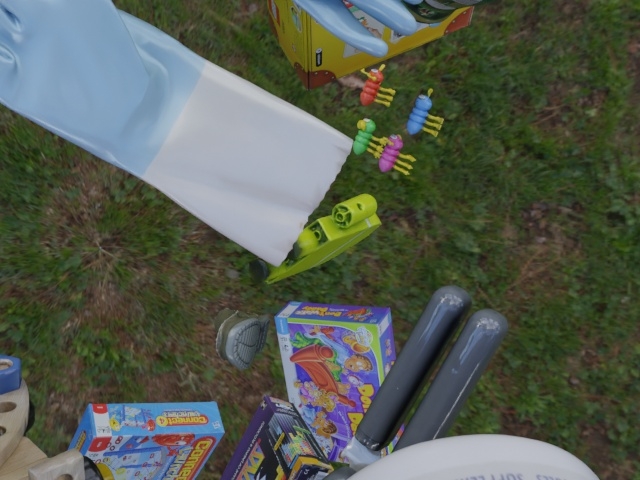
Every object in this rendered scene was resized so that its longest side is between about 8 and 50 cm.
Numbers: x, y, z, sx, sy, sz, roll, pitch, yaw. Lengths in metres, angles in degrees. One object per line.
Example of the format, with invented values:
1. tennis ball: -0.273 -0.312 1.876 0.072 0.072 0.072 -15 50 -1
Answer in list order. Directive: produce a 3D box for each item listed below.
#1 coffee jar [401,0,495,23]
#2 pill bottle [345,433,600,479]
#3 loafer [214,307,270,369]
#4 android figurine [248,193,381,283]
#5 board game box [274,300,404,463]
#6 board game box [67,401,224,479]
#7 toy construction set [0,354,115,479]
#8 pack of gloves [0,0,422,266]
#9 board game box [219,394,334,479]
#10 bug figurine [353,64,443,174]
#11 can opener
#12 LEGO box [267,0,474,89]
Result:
1. coffee jar: 0.138 -0.289 0.812 0.079 0.184 0.096 14 94 -16
2. pill bottle: 0.118 0.326 0.392 0.228 0.408 0.229 -5 127 -6
3. loafer: -0.153 0.171 1.365 0.087 0.251 0.095 12 87 6
4. android figurine: 0.000 0.000 1.335 0.272 0.248 0.056 -22 79 -51
5. board game box: 0.046 0.307 1.625 0.233 0.078 0.347 1 112 26
6. board game box: -0.418 0.496 1.750 0.301 0.086 0.308 6 131 -32
7. toy construction set: -0.314 0.253 0.623 0.257 0.237 0.309 20 93 -58
8. pack of gloves: -0.062 -0.125 0.367 0.232 0.046 0.195 33 86 -34
9. board game box: -0.065 0.294 0.902 0.048 0.141 0.170 22 100 -30
10. bug figurine: 0.153 -0.274 1.745 0.072 0.279 0.216 4 114 -35
11. can opener: 0.062 0.170 0.649 0.074 0.093 0.281 35 103 24
12. LEGO box: 0.098 -0.536 1.311 0.372 0.500 0.193 -24 67 -11
